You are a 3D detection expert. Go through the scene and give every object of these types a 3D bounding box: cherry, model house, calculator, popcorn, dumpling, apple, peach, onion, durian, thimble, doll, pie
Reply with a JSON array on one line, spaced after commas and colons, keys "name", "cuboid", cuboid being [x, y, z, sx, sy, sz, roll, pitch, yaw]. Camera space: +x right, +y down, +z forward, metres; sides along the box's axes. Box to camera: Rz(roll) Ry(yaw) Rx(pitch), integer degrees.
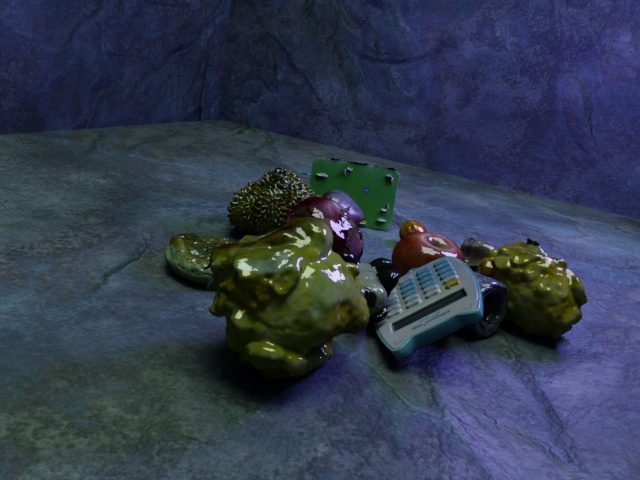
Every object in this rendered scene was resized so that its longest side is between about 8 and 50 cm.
[{"name": "cherry", "cuboid": [0.061, -0.100, 2.024, 0.176, 0.140, 0.176, 30, 22, -14]}, {"name": "model house", "cuboid": [0.096, -0.180, 2.250, 0.357, 0.242, 0.313, 7, 2, -5]}, {"name": "calculator", "cuboid": [0.242, 0.140, 1.330, 0.256, 0.054, 0.386, -29, 17, 9]}, {"name": "popcorn", "cuboid": [-0.066, 0.118, 1.099, 0.312, 0.312, 0.312, 9, 18, -3]}, {"name": "dumpling", "cuboid": [0.498, 0.034, 1.871, 0.166, 0.086, 0.332, -2, 6, -4]}, {"name": "apple", "cuboid": [0.299, 0.068, 1.620, 0.201, 0.162, 0.201, 13, 28, -7]}, {"name": "peach", "cuboid": [0.323, -0.024, 1.986, 0.100, 0.101, 0.101, 9, 18, -3]}, {"name": "popcorn", "cuboid": [0.546, 0.129, 1.482, 0.286, 0.215, 0.252, 37, -5, 45]}, {"name": "onion", "cuboid": [0.000, 0.000, 1.616, 0.252, 0.219, 0.252, 35, 27, -21]}, {"name": "durian", "cuboid": [-0.144, -0.103, 1.818, 0.291, 0.225, 0.291, -23, 25, 12]}, {"name": "thimble", "cuboid": [0.385, 0.156, 1.407, 0.150, 0.150, 0.098, -5, 20, -38]}, {"name": "doll", "cuboid": [0.106, 0.111, 1.375, 0.143, 0.135, 0.234, 10, 10, -4]}, {"name": "pie", "cuboid": [-0.271, 0.045, 1.505, 0.277, 0.078, 0.277, 10, 20, -4]}]
